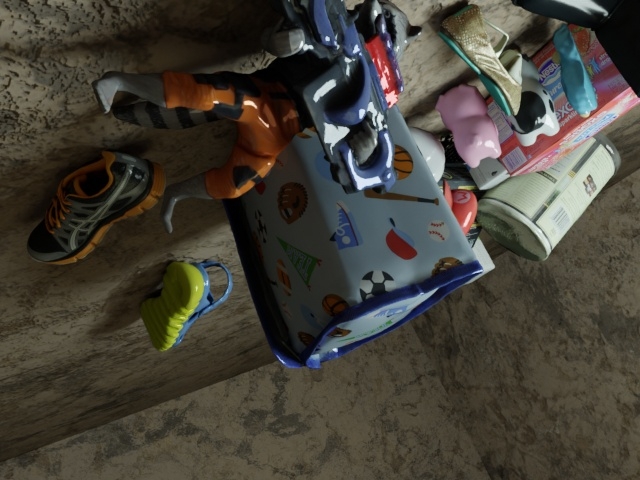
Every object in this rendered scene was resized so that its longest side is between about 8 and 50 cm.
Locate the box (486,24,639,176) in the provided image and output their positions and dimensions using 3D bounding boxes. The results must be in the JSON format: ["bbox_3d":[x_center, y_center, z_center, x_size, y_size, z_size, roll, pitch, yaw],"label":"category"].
[{"bbox_3d":[0.444,-0.262,1.063,0.142,0.154,0.300,-14,159,-40],"label":"box"}]

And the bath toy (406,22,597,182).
[{"bbox_3d":[0.260,-0.211,0.988,0.348,0.151,0.129,-27,131,22],"label":"bath toy"}]

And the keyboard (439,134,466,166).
[{"bbox_3d":[0.263,-0.187,1.138,0.100,0.038,0.192,1,-154,35],"label":"keyboard"}]

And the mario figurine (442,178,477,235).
[{"bbox_3d":[0.129,-0.054,1.121,0.321,0.198,0.170,-8,-179,23],"label":"mario figurine"}]

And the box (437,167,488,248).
[{"bbox_3d":[0.253,-0.012,1.395,0.395,0.097,0.318,-8,125,-50],"label":"box"}]

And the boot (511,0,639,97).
[{"bbox_3d":[0.393,-0.287,0.797,0.247,0.207,0.094,-16,162,-30],"label":"boot"}]

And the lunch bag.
[{"bbox_3d":[0.000,0.000,0.882,0.239,0.327,0.385,-16,164,-20],"label":"lunch bag"}]

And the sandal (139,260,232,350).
[{"bbox_3d":[-0.285,0.138,1.274,0.138,0.126,0.317,-17,164,-42],"label":"sandal"}]

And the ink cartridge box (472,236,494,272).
[{"bbox_3d":[0.340,0.043,1.775,0.354,0.207,0.119,-8,157,-43],"label":"ink cartridge box"}]

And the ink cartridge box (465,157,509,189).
[{"bbox_3d":[0.396,-0.200,1.271,0.060,0.104,0.180,-7,155,-47],"label":"ink cartridge box"}]

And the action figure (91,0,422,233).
[{"bbox_3d":[-0.056,-0.184,0.604,0.330,0.178,0.341,-25,131,-10],"label":"action figure"}]

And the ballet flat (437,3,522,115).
[{"bbox_3d":[0.244,-0.251,0.835,0.067,0.073,0.206,-44,135,16],"label":"ballet flat"}]

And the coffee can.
[{"bbox_3d":[0.516,-0.119,1.371,0.275,0.201,0.201,-48,167,-9],"label":"coffee can"}]

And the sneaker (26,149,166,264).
[{"bbox_3d":[-0.299,-0.046,0.748,0.215,0.084,0.083,-34,150,15],"label":"sneaker"}]
